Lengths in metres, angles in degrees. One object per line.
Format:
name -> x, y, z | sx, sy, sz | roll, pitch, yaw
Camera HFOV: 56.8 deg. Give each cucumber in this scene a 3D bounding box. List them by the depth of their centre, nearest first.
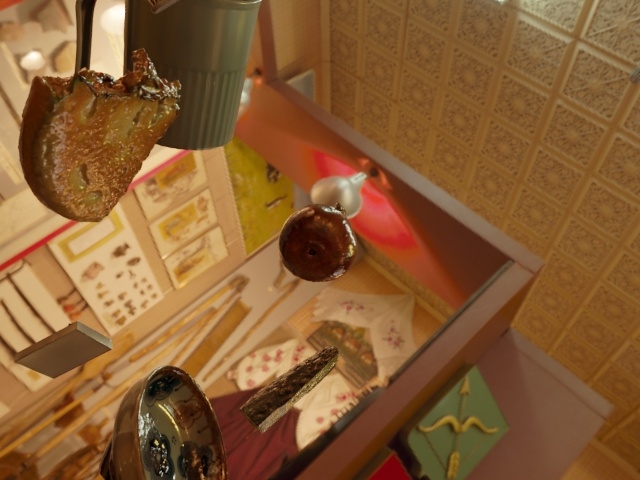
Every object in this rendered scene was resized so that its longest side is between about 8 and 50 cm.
cucumber -> -0.057, 0.276, 1.146 | 0.062, 0.211, 0.078 | 42, -21, 22

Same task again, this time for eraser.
eraser -> -0.505, 0.218, 1.165 | 0.104, 0.151, 0.023 | 52, 14, -49

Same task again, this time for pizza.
pizza -> -0.267, -0.140, 0.728 | 0.081, 0.229, 0.289 | 43, -24, 11

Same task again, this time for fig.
fig -> -0.001, 0.001, 1.429 | 0.205, 0.205, 0.205 | 40, -26, 24

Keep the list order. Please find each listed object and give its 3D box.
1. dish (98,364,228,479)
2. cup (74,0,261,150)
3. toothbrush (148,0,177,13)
dish -> -0.140, 0.180, 0.477 | 0.141, 0.078, 0.141 | -20, 90, -80
cup -> -0.304, -0.366, 1.202 | 0.257, 0.332, 0.311 | 42, -50, 39
toothbrush -> -0.098, -0.430, 0.859 | 0.029, 0.354, 0.024 | 58, -8, -13
